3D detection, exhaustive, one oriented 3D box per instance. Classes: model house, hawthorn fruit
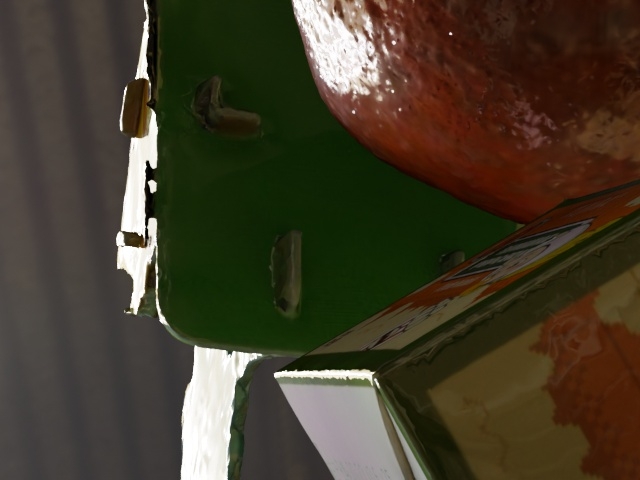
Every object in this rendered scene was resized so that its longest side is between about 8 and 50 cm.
[{"bbox_3d":[0.000,0.000,1.111,0.313,0.242,0.358,111,159,-55],"label":"model house"},{"bbox_3d":[0.091,-0.124,0.832,0.263,0.231,0.235,3,-91,-64],"label":"hawthorn fruit"}]

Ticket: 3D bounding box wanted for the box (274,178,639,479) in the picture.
[{"bbox_3d":[0.100,0.083,0.646,0.148,0.177,0.195,-29,1,-10],"label":"box"}]
